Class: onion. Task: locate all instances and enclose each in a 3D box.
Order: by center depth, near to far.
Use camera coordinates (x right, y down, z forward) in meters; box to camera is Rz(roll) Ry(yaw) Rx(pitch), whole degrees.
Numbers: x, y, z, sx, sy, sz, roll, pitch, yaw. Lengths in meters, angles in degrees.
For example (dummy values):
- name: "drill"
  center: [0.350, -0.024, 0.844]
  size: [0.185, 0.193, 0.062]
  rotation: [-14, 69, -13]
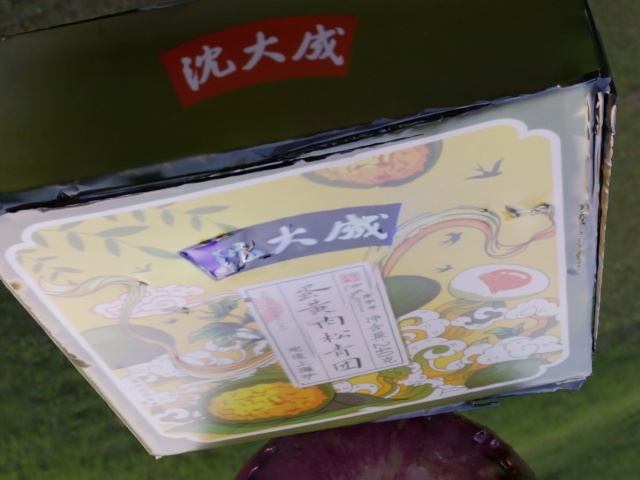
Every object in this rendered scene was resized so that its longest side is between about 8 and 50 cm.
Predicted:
- name: "onion"
  center: [0.075, 0.343, 1.195]
  size: [0.358, 0.358, 0.345]
  rotation: [-29, 135, 1]

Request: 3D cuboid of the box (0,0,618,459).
- name: "box"
  center: [0.000, 0.000, 0.860]
  size: [0.373, 0.138, 0.420]
  rotation: [-10, 149, 5]
